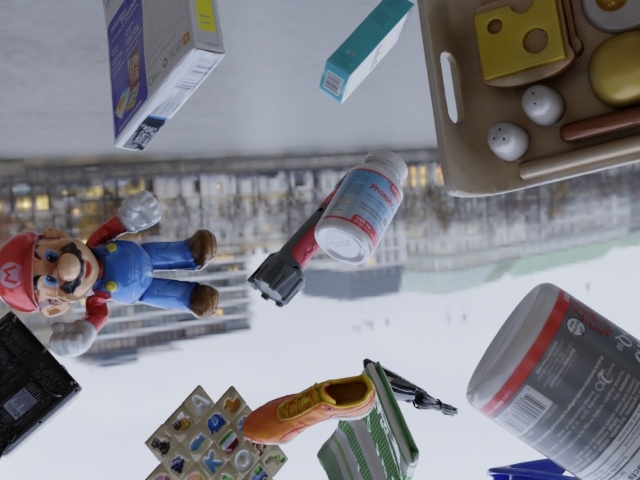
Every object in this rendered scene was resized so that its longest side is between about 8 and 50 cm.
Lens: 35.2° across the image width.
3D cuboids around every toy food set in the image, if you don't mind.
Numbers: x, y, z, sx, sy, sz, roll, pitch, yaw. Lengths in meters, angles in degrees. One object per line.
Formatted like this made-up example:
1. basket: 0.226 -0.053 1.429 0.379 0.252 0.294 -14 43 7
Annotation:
1. toy food set: 0.242 -0.179 0.915 0.306 0.220 0.092 -13 169 26

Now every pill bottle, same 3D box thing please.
1. pill bottle: 0.062 -0.050 1.410 0.087 0.087 0.160 0 -133 39
2. pill bottle: 0.404 0.237 1.399 0.363 0.210 0.210 34 -172 4

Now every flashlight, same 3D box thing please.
1. flashlight: 0.000 0.000 1.941 0.304 0.103 0.103 -49 -168 -25

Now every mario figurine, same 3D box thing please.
1. mario figurine: -0.294 0.047 1.418 0.320 0.170 0.198 1 -136 -27

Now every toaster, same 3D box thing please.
1. toaster: -0.481 0.230 1.534 0.185 0.168 0.110 -43 177 -21

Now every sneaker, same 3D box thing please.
1. sneaker: -0.016 0.204 1.259 0.175 0.064 0.067 -19 144 -8

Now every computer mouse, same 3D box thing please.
1. computer mouse: 0.169 0.334 2.266 0.262 0.060 0.184 26 177 37

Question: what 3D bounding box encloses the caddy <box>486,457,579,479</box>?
1. caddy: 0.451 0.464 1.738 0.341 0.179 0.241 12 164 -5

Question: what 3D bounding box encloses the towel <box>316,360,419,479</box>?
1. towel: 0.089 0.429 1.989 0.038 0.325 0.248 -1 -134 -28

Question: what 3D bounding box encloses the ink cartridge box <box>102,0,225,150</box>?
1. ink cartridge box: -0.266 -0.352 1.652 0.072 0.307 0.303 8 151 -31

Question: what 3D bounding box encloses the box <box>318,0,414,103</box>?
1. box: 0.094 -0.394 2.045 0.060 0.244 0.100 35 151 8

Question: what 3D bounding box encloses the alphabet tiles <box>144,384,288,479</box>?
1. alphabet tiles: -0.216 0.487 2.133 0.011 0.343 0.285 -3 -144 52
